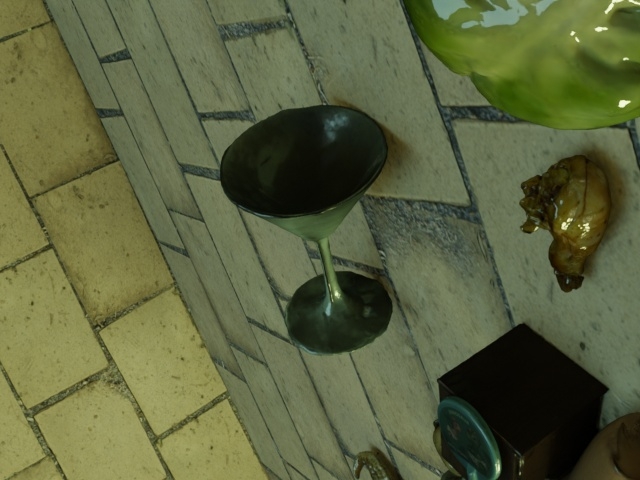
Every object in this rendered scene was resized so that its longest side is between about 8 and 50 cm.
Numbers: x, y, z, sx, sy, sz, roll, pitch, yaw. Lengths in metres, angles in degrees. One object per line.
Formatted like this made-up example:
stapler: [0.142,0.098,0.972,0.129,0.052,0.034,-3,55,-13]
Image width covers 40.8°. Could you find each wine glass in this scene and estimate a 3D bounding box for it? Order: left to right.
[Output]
wine glass: [0.000,0.000,1.470,0.267,0.267,0.406,43,157,37]

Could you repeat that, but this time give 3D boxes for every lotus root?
lotus root: [0.259,0.405,1.638,0.152,0.063,0.072,53,148,27]

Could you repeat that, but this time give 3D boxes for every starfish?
starfish: [0.217,0.729,2.123,0.324,0.082,0.432,20,137,55]

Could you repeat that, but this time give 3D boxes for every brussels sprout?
brussels sprout: [0.196,-0.247,0.717,0.274,0.243,0.316,40,148,29]

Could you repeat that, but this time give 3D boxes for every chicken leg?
chicken leg: [0.288,-0.013,1.024,0.101,0.085,0.207,3,141,14]

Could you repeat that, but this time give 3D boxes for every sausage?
sausage: [0.399,0.324,1.142,0.123,0.123,0.253,49,156,28]

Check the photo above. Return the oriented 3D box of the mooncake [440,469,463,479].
mooncake: [0.296,0.509,1.669,0.125,0.073,0.130,6,123,61]

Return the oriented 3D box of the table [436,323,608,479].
table: [0.290,0.270,1.252,0.172,0.169,0.193,41,151,40]

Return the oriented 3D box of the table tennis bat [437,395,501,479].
table tennis bat: [0.214,0.305,1.196,0.124,0.033,0.201,26,136,58]

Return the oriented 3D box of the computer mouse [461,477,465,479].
computer mouse: [0.305,0.458,1.486,0.159,0.097,0.288,44,141,33]
